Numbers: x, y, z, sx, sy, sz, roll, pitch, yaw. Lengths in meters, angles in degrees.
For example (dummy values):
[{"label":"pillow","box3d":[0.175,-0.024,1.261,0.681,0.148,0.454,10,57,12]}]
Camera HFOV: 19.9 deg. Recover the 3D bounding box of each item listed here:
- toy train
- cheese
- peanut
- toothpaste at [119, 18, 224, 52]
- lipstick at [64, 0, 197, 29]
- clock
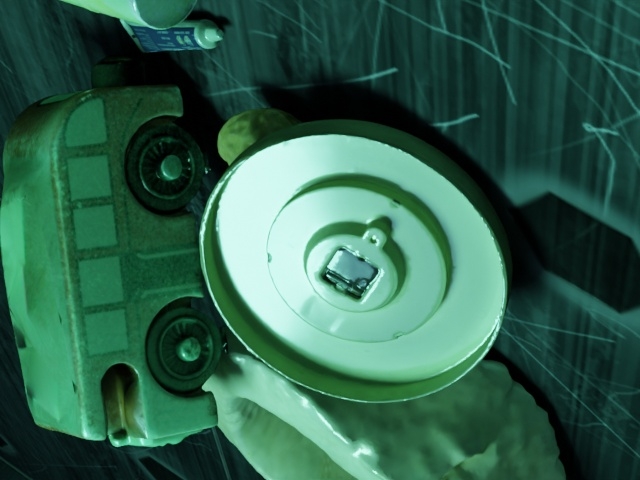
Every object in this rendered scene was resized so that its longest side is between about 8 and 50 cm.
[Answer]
[{"label":"toy train","box3d":[-0.174,0.013,1.495,0.129,0.159,0.326,1,98,57]},{"label":"cheese","box3d":[0.055,0.170,1.605,0.332,0.153,0.292,33,158,16]},{"label":"peanut","box3d":[0.002,-0.027,1.391,0.194,0.083,0.093,43,154,-7]},{"label":"toothpaste","box3d":[-0.112,-0.159,1.401,0.140,0.021,0.037,10,137,56]},{"label":"lipstick","box3d":[-0.215,-0.224,1.368,0.304,0.076,0.076,21,153,38]},{"label":"clock","box3d":[0.024,0.020,1.341,0.235,0.029,0.235,8,122,12]}]
